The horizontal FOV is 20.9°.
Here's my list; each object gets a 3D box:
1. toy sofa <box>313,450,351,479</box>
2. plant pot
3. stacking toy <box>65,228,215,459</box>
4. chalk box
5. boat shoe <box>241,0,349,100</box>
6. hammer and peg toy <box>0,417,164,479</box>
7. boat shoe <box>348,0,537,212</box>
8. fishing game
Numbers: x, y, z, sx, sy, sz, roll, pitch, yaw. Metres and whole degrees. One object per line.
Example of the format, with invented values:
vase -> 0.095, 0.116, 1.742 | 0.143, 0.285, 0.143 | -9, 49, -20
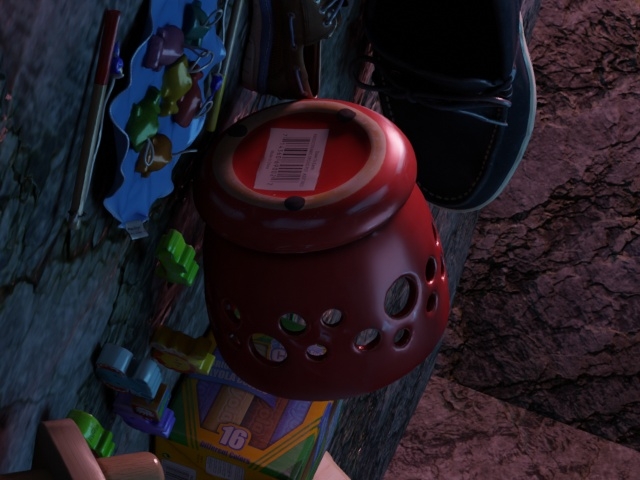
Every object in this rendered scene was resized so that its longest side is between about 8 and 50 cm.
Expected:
toy sofa -> -0.066, 0.321, 1.905 | 0.150, 0.177, 0.362 | -46, 174, 10
plant pot -> 0.000, 0.000, 1.332 | 0.191, 0.191, 0.174 | -61, 153, -43
stacking toy -> -0.138, 0.109, 1.275 | 0.221, 0.052, 0.167 | 88, 22, -62
chalk box -> -0.052, 0.152, 1.578 | 0.132, 0.132, 0.213 | 100, 14, -49
boat shoe -> -0.013, -0.181, 1.309 | 0.183, 0.066, 0.066 | 100, 12, -49
hammer and peg toy -> -0.109, 0.304, 1.010 | 0.361, 0.127, 0.266 | 52, -42, 46
boat shoe -> 0.120, -0.197, 1.722 | 0.156, 0.186, 0.500 | -57, 160, -36
fishing game -> -0.093, -0.092, 1.130 | 0.264, 0.041, 0.189 | -42, 148, -70
